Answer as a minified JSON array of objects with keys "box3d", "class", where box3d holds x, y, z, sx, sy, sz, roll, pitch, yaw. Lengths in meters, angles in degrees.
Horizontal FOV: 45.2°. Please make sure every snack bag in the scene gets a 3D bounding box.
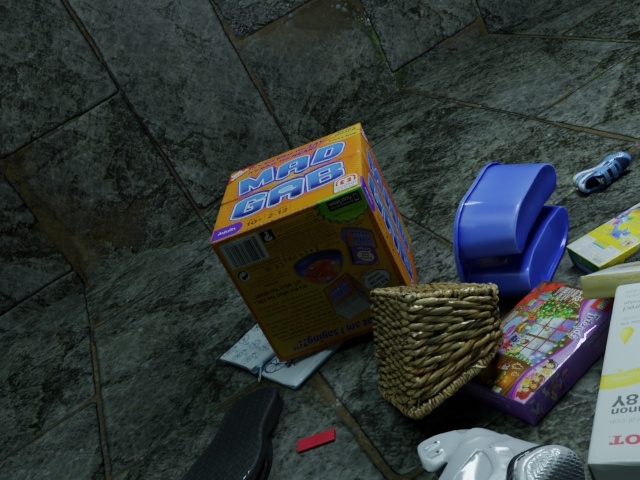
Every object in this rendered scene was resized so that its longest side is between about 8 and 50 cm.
[{"box3d":[-0.053,0.227,1.902,0.323,0.037,0.342,-40,26,-25],"class":"snack bag"}]

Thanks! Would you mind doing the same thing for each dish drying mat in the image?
[{"box3d":[-0.008,0.399,1.534,0.083,0.008,0.032,-22,25,14],"class":"dish drying mat"}]

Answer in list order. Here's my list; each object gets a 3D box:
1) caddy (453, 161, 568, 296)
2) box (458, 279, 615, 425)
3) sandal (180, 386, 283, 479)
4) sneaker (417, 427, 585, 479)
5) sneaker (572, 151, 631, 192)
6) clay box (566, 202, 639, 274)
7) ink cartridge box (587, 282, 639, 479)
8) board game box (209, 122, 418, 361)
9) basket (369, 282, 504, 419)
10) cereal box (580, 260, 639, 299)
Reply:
[{"box3d":[0.394,-0.024,1.645,0.179,0.241,0.341,-3,34,38],"class":"caddy"},{"box3d":[0.403,0.194,1.416,0.293,0.057,0.201,-39,25,-21],"class":"box"},{"box3d":[-0.154,0.440,1.530,0.167,0.107,0.446,-22,12,19],"class":"sandal"},{"box3d":[0.199,0.411,1.121,0.366,0.137,0.210,-34,23,-24],"class":"sneaker"},{"box3d":[0.677,-0.158,1.829,0.144,0.053,0.059,-32,21,15],"class":"sneaker"},{"box3d":[0.632,-0.004,1.563,0.222,0.053,0.127,-29,23,-2],"class":"clay box"},{"box3d":[0.552,0.217,1.068,0.279,0.160,0.384,-12,29,34],"class":"ink cartridge box"},{"box3d":[0.000,0.000,1.821,0.357,0.356,0.356,-20,27,13],"class":"board game box"},{"box3d":[0.226,0.194,1.443,0.213,0.223,0.299,-5,-2,-9],"class":"basket"},{"box3d":[0.577,0.062,1.352,0.173,0.047,0.240,-10,-3,34],"class":"cereal box"}]
